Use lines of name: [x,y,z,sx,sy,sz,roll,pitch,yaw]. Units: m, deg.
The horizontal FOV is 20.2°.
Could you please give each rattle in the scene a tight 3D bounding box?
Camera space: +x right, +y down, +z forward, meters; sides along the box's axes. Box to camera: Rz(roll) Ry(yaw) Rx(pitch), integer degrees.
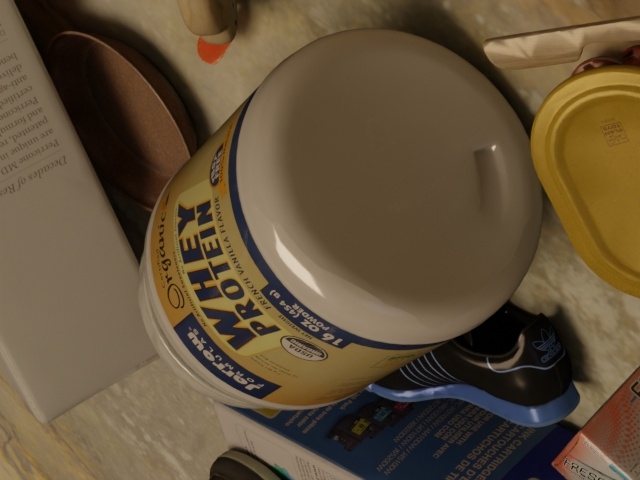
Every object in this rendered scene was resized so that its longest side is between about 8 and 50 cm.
rattle: [-0.045,-0.206,1.377,0.199,0.143,0.130,70,-179,-58]

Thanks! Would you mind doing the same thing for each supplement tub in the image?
supplement tub: [0.000,0.000,1.348,0.228,0.228,0.316,51,151,0]

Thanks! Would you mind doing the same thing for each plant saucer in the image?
plant saucer: [-0.175,-0.114,1.657,0.199,0.036,0.198,34,146,27]

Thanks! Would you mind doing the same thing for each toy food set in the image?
toy food set: [0.208,-0.065,1.161,0.128,0.071,0.218,-13,117,32]

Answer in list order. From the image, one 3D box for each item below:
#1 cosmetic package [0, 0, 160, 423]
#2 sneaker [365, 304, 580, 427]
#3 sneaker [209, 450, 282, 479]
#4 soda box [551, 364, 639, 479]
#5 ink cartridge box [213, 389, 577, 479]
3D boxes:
cosmetic package: [-0.323,-0.076,1.722,0.230,0.161,0.453,38,154,58]
sneaker: [0.105,0.082,1.456,0.232,0.081,0.090,8,128,42]
sneaker: [-0.054,0.288,1.542,0.222,0.118,0.083,51,154,21]
soda box: [0.235,0.102,1.182,0.063,0.183,0.058,43,150,11]
ink cartridge box: [0.117,0.261,1.564,0.395,0.151,0.270,25,144,39]
